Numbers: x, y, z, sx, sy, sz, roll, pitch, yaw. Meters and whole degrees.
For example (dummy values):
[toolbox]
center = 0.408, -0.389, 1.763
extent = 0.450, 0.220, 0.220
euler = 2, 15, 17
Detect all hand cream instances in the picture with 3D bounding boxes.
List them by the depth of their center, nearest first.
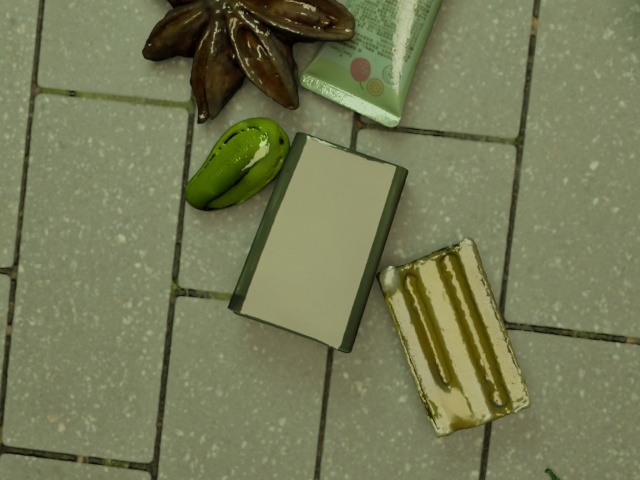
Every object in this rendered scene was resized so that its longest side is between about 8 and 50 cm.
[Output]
[hand cream]
center = 0.099, -0.310, 1.091
extent = 0.147, 0.093, 0.306
euler = 27, 94, 12

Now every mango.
[mango]
center = -0.110, -0.096, 1.117
extent = 0.165, 0.074, 0.091
euler = -35, 61, 21

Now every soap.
[soap]
center = 0.171, 0.125, 1.106
extent = 0.135, 0.076, 0.233
euler = -20, 89, 4

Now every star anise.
[star anise]
center = -0.105, -0.309, 1.085
extent = 0.315, 0.108, 0.315
euler = 0, 90, 19

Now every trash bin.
[trash bin]
center = 0.000, 0.000, 1.091
extent = 0.164, 0.122, 0.240
euler = 18, 90, 3

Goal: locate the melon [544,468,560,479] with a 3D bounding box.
[melon]
center = 0.306, 0.435, 1.131
extent = 0.114, 0.053, 0.261
euler = 4, 88, 21
